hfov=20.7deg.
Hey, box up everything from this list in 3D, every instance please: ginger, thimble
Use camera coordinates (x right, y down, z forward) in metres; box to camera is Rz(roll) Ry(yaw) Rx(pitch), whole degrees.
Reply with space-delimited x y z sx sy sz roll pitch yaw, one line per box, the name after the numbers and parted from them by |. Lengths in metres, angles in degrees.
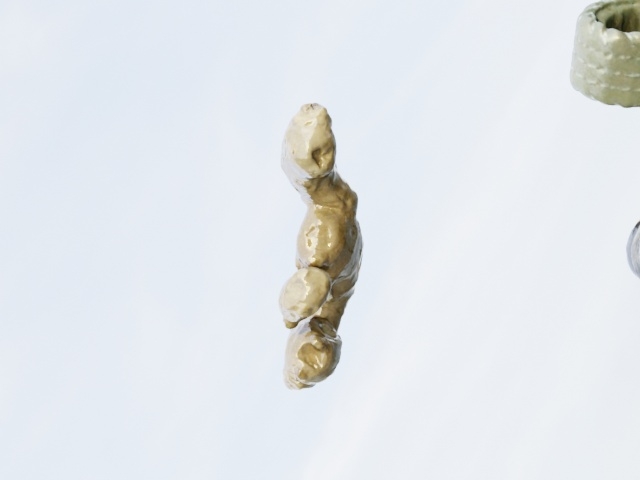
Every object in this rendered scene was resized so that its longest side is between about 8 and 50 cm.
-0.002 0.013 1.338 0.258 0.065 0.149 90 -174 -51 | ginger
0.239 -0.143 1.307 0.110 0.084 0.062 -21 -51 -35 | thimble

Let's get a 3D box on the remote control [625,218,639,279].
0.283 -0.003 1.239 0.090 0.066 0.266 -39 14 -10 | remote control
